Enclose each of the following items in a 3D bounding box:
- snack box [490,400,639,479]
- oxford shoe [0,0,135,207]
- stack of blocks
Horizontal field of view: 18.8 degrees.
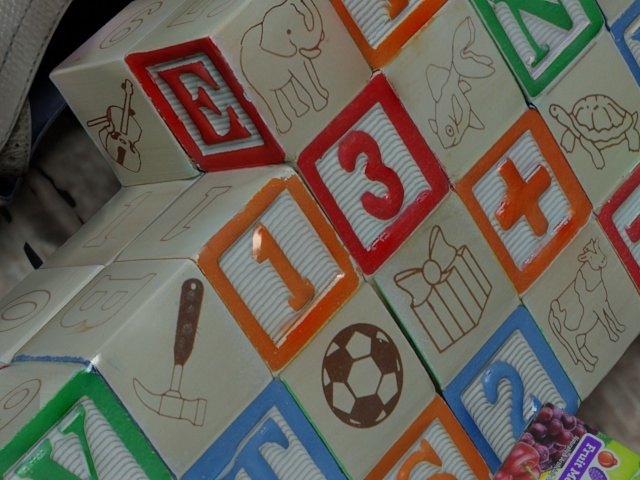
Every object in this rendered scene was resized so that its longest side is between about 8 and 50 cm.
[{"bbox_3d":[0.084,0.116,0.541,0.100,0.141,0.037,29,56,13],"label":"snack box"},{"bbox_3d":[-0.159,-0.061,0.595,0.363,0.130,0.133,-31,75,-24],"label":"oxford shoe"},{"bbox_3d":[0.000,0.000,0.589,0.297,0.087,0.171,-46,114,-30],"label":"stack of blocks"}]
